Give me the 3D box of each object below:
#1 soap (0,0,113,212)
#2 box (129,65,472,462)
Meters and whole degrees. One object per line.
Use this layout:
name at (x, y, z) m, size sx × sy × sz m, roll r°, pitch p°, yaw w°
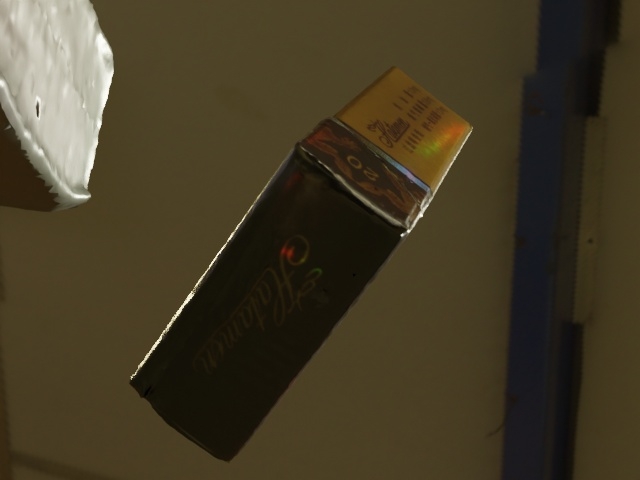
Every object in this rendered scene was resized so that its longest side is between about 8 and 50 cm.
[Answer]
soap at (-0.261, -0.107, 0.547) m, size 0.296 × 0.285 × 0.107 m, roll 9°, pitch -106°, yaw 4°
box at (0.000, 0.001, 1.172) m, size 0.116 × 0.415 × 0.264 m, roll 38°, pitch -68°, yaw 1°
